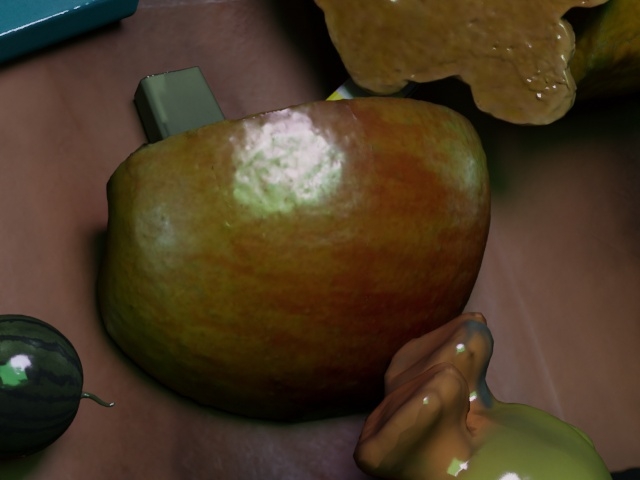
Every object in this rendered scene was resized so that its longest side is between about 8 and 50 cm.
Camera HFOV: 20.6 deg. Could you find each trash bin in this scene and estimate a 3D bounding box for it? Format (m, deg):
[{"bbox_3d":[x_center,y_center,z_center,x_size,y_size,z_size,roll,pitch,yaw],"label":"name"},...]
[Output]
[{"bbox_3d":[-0.108,-0.091,1.433,0.061,0.043,0.092,-15,70,-24],"label":"trash bin"}]

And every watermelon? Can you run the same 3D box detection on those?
[{"bbox_3d":[-0.213,0.107,1.271,0.133,0.105,0.105,7,65,-16],"label":"watermelon"}]

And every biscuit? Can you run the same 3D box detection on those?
[{"bbox_3d":[0.104,-0.264,1.407,0.376,0.269,0.051,64,20,-2],"label":"biscuit"}]

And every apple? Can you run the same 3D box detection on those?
[{"bbox_3d":[0.000,0.000,1.383,0.346,0.254,0.179,-9,30,-23],"label":"apple"}]

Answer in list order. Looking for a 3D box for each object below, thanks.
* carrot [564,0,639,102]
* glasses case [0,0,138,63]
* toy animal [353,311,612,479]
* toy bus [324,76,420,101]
[{"bbox_3d":[0.307,-0.257,1.540,0.340,0.241,0.241,-18,74,-23],"label":"carrot"},{"bbox_3d":[-0.300,-0.180,1.393,0.301,0.070,0.117,-24,71,-25],"label":"glasses case"},{"bbox_3d":[0.147,0.238,1.296,0.338,0.191,0.216,49,22,-4],"label":"toy animal"},{"bbox_3d":[0.043,-0.124,1.489,0.052,0.058,0.102,44,61,2],"label":"toy bus"}]
